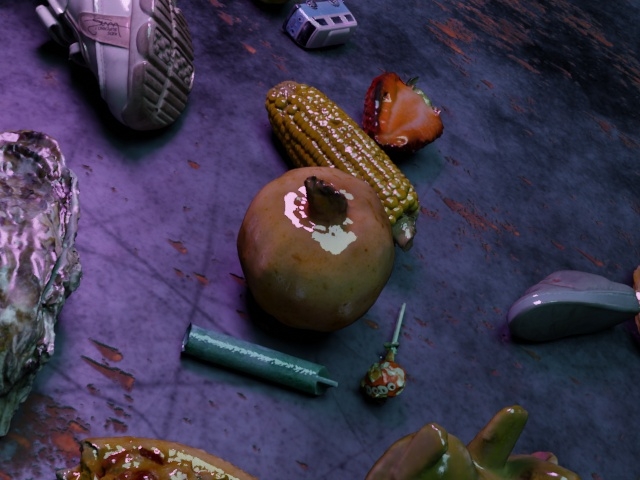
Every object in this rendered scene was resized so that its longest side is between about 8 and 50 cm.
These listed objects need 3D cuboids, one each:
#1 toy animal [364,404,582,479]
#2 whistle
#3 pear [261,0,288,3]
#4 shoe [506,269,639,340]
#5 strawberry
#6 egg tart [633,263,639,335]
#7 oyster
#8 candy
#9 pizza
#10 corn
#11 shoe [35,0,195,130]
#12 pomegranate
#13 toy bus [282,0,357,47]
[{"bbox_3d":[0.214,0.287,0.955,0.363,0.180,0.181,1,58,-28],"label":"toy animal"},{"bbox_3d":[-0.069,0.141,1.030,0.186,0.039,0.039,19,44,-14],"label":"whistle"},{"bbox_3d":[-0.081,-0.471,1.542,0.107,0.107,0.131,13,54,-20],"label":"pear"},{"bbox_3d":[0.363,0.085,1.295,0.251,0.103,0.100,4,50,-35],"label":"shoe"},{"bbox_3d":[0.122,-0.191,1.416,0.140,0.085,0.192,19,49,-25],"label":"strawberry"},{"bbox_3d":[0.660,0.127,1.398,0.352,0.150,0.352,16,48,-19],"label":"egg tart"},{"bbox_3d":[-0.333,0.028,0.920,0.162,0.158,0.351,-17,59,10],"label":"oyster"},{"bbox_3d":[0.092,0.136,1.130,0.055,0.049,0.185,-8,31,21],"label":"candy"},{"bbox_3d":[-0.126,0.294,0.823,0.289,0.081,0.229,31,43,-4],"label":"pizza"},{"bbox_3d":[0.031,-0.109,1.265,0.119,0.119,0.322,-15,55,-39],"label":"corn"},{"bbox_3d":[-0.291,-0.310,1.241,0.198,0.172,0.351,-7,68,10],"label":"shoe"},{"bbox_3d":[-0.002,0.010,1.080,0.207,0.207,0.207,16,45,-17],"label":"pomegranate"},{"bbox_3d":[0.002,-0.374,1.534,0.123,0.060,0.075,-21,67,-44],"label":"toy bus"}]
